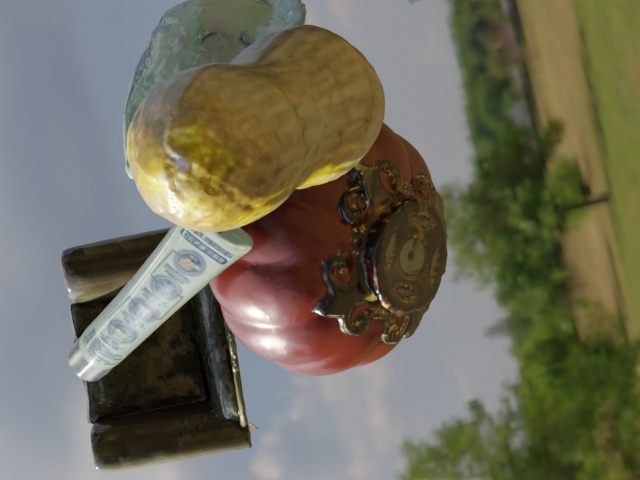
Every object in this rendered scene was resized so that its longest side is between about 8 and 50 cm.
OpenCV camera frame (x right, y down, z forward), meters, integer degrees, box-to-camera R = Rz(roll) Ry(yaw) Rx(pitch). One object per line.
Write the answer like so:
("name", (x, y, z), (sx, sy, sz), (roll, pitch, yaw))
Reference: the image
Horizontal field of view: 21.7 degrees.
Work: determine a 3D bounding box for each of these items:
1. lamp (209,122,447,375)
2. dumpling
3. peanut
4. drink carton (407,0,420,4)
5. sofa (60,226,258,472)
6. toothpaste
("lamp", (0.000, 0.000, 1.402), (0.227, 0.226, 0.227), (-14, -90, -82))
("dumpling", (-0.085, -0.134, 1.275), (0.149, 0.104, 0.217), (-60, 5, 50))
("peanut", (-0.027, -0.061, 0.858), (0.206, 0.087, 0.087), (-31, -72, -61))
("drink carton", (0.029, -0.312, 1.168), (0.315, 0.130, 0.107), (40, -129, -33))
("sofa", (-0.187, 0.120, 1.862), (0.182, 0.200, 0.258), (71, -171, -81))
("toothpaste", (-0.137, 0.045, 1.353), (0.062, 0.239, 0.039), (39, -138, -8))
